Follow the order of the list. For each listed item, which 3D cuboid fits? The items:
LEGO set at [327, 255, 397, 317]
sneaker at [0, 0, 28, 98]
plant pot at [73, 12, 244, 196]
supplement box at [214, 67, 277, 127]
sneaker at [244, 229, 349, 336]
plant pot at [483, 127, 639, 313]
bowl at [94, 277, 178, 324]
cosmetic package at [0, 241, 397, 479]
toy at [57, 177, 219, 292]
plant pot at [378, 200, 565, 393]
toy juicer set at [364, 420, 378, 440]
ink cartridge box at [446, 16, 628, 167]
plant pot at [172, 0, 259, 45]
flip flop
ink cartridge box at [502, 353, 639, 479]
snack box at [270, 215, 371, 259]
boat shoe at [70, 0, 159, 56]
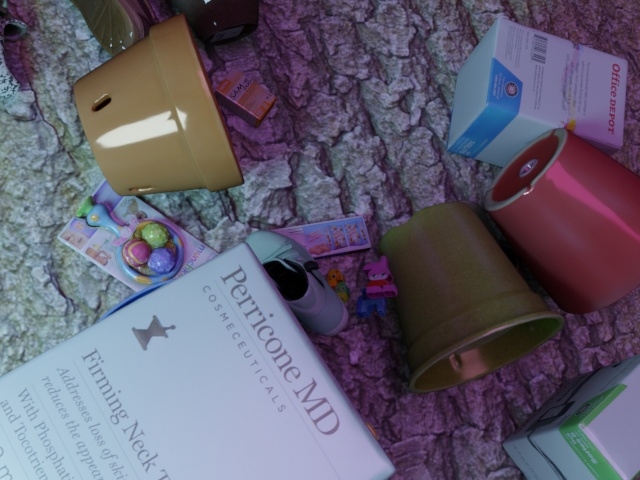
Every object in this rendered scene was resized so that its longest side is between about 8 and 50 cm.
[{"bbox_3d":[0.034,0.078,1.317,0.227,0.087,0.093,-8,53,23],"label":"LEGO set"},{"bbox_3d":[-0.605,-0.401,1.327,0.182,0.158,0.410,8,64,-45],"label":"sneaker"},{"bbox_3d":[-0.266,-0.199,1.258,0.204,0.291,0.290,-19,77,-3],"label":"plant pot"},{"bbox_3d":[-0.139,-0.264,1.427,0.098,0.036,0.062,33,66,-1],"label":"supplement box"},{"bbox_3d":[-0.064,0.035,1.235,0.094,0.151,0.256,-45,52,-3],"label":"sneaker"},{"bbox_3d":[0.441,-0.049,1.355,0.243,0.275,0.275,42,67,-10],"label":"plant pot"},{"bbox_3d":[-0.191,0.250,1.189,0.391,0.077,0.391,2,69,-4],"label":"bowl"},{"bbox_3d":[-0.176,0.272,0.967,0.394,0.327,0.329,-30,74,-15],"label":"cosmetic package"},{"bbox_3d":[-0.299,0.004,1.284,0.237,0.056,0.137,34,68,-2],"label":"toy"},{"bbox_3d":[0.225,0.084,1.302,0.276,0.276,0.254,-15,64,-19],"label":"plant pot"},{"bbox_3d":[0.018,0.458,1.195,0.209,0.089,0.329,-8,74,-17],"label":"toy juicer set"},{"bbox_3d":[0.414,-0.258,1.481,0.270,0.197,0.198,16,68,-8],"label":"ink cartridge box"},{"bbox_3d":[-0.202,-0.486,1.414,0.215,0.215,0.230,-19,92,-20],"label":"plant pot"},{"bbox_3d":[0.323,0.042,1.419,0.112,0.080,0.277,-22,78,-20],"label":"flip flop"},{"bbox_3d":[0.449,0.303,1.261,0.198,0.273,0.114,-35,81,-22],"label":"ink cartridge box"},{"bbox_3d":[0.000,0.000,1.382,0.178,0.022,0.064,-9,73,-17],"label":"snack box"},{"bbox_3d":[-0.392,-0.480,1.408,0.123,0.123,0.342,-19,70,-50],"label":"boat shoe"}]
